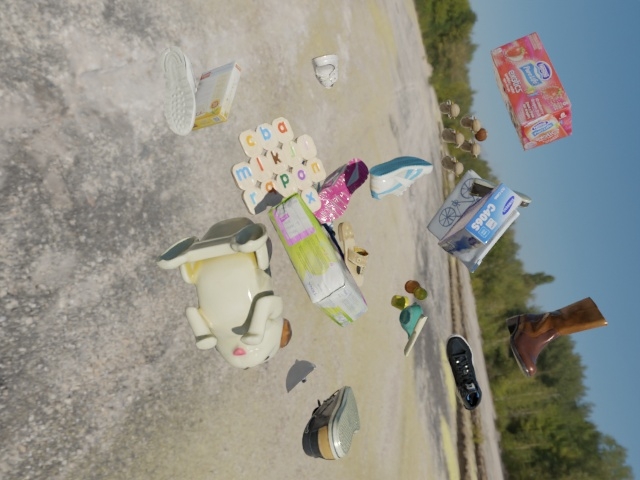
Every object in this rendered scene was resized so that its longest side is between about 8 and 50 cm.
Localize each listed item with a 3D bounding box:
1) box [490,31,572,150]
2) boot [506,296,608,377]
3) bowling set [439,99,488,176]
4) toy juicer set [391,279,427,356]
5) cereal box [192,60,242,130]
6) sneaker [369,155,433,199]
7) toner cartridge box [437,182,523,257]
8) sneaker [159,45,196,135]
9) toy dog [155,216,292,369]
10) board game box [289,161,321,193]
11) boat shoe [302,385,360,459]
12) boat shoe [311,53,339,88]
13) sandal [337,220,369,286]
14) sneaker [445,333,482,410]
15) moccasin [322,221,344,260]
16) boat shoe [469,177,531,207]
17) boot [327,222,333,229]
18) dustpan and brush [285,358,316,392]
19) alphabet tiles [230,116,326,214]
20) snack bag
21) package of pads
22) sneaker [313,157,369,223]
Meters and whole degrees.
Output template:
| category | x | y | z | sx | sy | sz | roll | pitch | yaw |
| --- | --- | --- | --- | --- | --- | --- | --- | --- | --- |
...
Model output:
| category | x | y | z | sx | sy | sz | roll | pitch | yaw |
| --- | --- | --- | --- | --- | --- | --- | --- | --- | --- |
| box | 0.533 | -0.377 | 1.268 | 0.128 | 0.122 | 0.257 | 42 | 35 | -55 |
| boot | 0.737 | 0.298 | 1.544 | 0.096 | 0.280 | 0.264 | 65 | 23 | -14 |
| bowling set | 0.573 | -0.409 | 1.925 | 0.154 | 0.199 | 0.287 | -116 | -166 | -67 |
| toy juicer set | 0.405 | 0.307 | 2.108 | 0.089 | 0.209 | 0.329 | 20 | 33 | -17 |
| cereal box | -0.381 | -0.516 | 1.786 | 0.047 | 0.172 | 0.240 | 40 | 54 | -47 |
| sneaker | 0.238 | -0.189 | 1.487 | 0.087 | 0.228 | 0.092 | 41 | -40 | 47 |
| toner cartridge box | 0.459 | -0.048 | 1.480 | 0.075 | 0.165 | 0.348 | 40 | -4 | 6 |
| sneaker | -0.366 | -0.394 | 1.342 | 0.095 | 0.090 | 0.235 | 14 | 72 | -80 |
| toy dog | -0.236 | 0.165 | 1.383 | 0.395 | 0.284 | 0.408 | -110 | -173 | -72 |
| board game box | -0.063 | -0.268 | 2.070 | 0.193 | 0.045 | 0.147 | 27 | 49 | -59 |
| boat shoe | 0.048 | 0.669 | 1.860 | 0.500 | 0.155 | 0.187 | -2 | 77 | -77 |
| boat shoe | 0.028 | -0.632 | 1.888 | 0.277 | 0.098 | 0.096 | -40 | 122 | -79 |
| sandal | 0.130 | 0.047 | 1.746 | 0.088 | 0.079 | 0.240 | -21 | 97 | -49 |
| sneaker | 0.431 | 0.392 | 1.469 | 0.121 | 0.079 | 0.217 | -91 | 165 | -80 |
| moccasin | 0.000 | 0.000 | 1.910 | 0.116 | 0.138 | 0.342 | -2 | 57 | -37 |
| boat shoe | 0.611 | -0.150 | 1.706 | 0.081 | 0.227 | 0.069 | -1 | 114 | -38 |
| boot | -0.023 | -0.048 | 2.646 | 0.069 | 0.189 | 0.086 | 31 | 62 | -53 |
| dustpan and brush | -0.086 | 0.523 | 2.011 | 0.060 | 0.147 | 0.211 | 48 | 0 | -25 |
| alphabet tiles | -0.109 | -0.185 | 1.371 | 0.284 | 0.021 | 0.278 | -32 | 105 | -34 |
| snack bag | 0.635 | -0.087 | 2.096 | 0.037 | 0.323 | 0.343 | 16 | 27 | -39 |
| package of pads | -0.004 | 0.047 | 1.236 | 0.297 | 0.101 | 0.229 | 61 | 5 | 29 |
| sneaker | 0.047 | -0.151 | 1.600 | 0.103 | 0.252 | 0.111 | 47 | -16 | -16 |
